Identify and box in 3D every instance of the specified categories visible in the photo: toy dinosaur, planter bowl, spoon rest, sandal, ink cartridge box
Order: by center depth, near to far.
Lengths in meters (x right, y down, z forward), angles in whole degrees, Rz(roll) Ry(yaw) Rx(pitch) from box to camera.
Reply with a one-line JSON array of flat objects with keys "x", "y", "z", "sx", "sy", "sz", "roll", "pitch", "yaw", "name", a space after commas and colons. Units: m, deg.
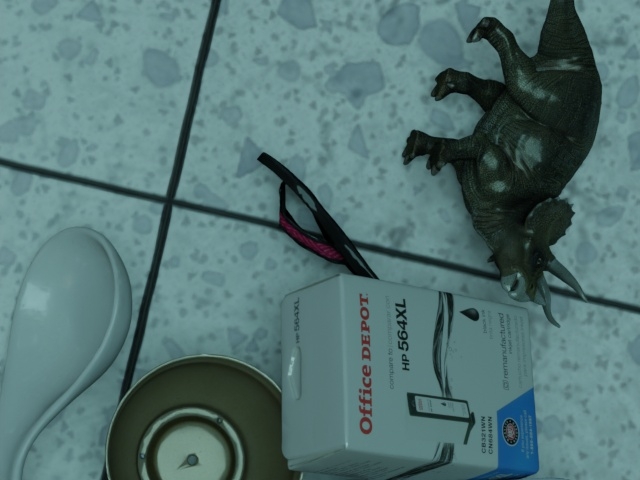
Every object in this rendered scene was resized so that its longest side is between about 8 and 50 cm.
[{"x": 0.073, "y": 0.119, "z": 1.587, "sx": 0.203, "sy": 0.086, "sz": 0.148, "roll": 11, "pitch": 68, "yaw": -35, "name": "ink cartridge box"}, {"x": -0.218, "y": 0.125, "z": 1.591, "sx": 0.084, "sy": 0.137, "sz": 0.276, "roll": 9, "pitch": 87, "yaw": -44, "name": "spoon rest"}, {"x": -0.101, "y": 0.179, "z": 1.600, "sx": 0.162, "sy": 0.109, "sz": 0.162, "roll": 2, "pitch": 81, "yaw": -10, "name": "planter bowl"}, {"x": 0.000, "y": 0.000, "z": 1.655, "sx": 0.040, "sy": 0.067, "sz": 0.179, "roll": -39, "pitch": 93, "yaw": 3, "name": "sandal"}, {"x": 0.176, "y": -0.096, "z": 1.675, "sx": 0.160, "sy": 0.121, "sz": 0.313, "roll": 23, "pitch": 78, "yaw": -17, "name": "toy dinosaur"}]

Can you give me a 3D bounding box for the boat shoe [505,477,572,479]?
[{"x": 0.082, "y": 0.262, "z": 1.593, "sx": 0.302, "sy": 0.109, "sz": 0.094, "roll": -9, "pitch": 49, "yaw": 3, "name": "boat shoe"}]
